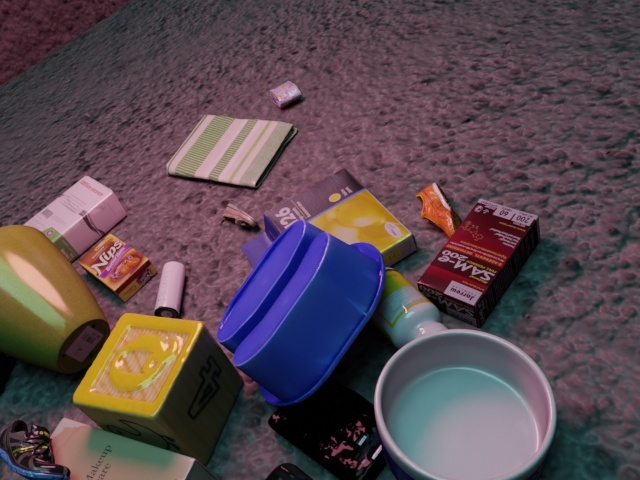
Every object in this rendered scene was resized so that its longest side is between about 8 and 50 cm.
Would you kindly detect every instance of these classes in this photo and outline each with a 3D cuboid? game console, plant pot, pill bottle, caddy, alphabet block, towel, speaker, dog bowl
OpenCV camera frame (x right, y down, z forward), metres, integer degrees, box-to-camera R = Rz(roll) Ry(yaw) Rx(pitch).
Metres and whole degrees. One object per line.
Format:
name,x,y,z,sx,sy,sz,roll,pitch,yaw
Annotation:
game console,-0.045,0.393,1.056,0.213,0.044,0.361,24,59,39
plant pot,-0.609,0.153,1.398,0.293,0.275,0.275,30,63,23
pill bottle,0.154,0.137,1.173,0.103,0.103,0.184,-34,45,-10
caddy,-0.026,0.130,1.158,0.341,0.179,0.241,-55,28,-2
alphabet block,-0.285,0.269,1.166,0.192,0.197,0.193,1,49,25
towel,-0.251,-0.251,1.775,0.324,0.038,0.248,11,55,29
speaker,-0.337,0.113,1.443,0.055,0.055,0.136,-14,44,11
dog bowl,0.217,0.272,0.985,0.264,0.104,0.265,-5,45,5

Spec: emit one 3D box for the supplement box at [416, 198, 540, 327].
supplement box,0.305,0.037,1.228,0.130,0.073,0.239,22,60,37

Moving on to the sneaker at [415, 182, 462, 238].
sneaker,0.253,-0.049,1.356,0.067,0.064,0.175,-37,36,15

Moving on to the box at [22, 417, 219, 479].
box,-0.340,0.422,1.095,0.311,0.121,0.148,5,51,27

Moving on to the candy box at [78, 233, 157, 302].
candy box,-0.495,0.064,1.562,0.186,0.053,0.109,24,62,40

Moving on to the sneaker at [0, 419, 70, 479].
sneaker,-0.484,0.355,1.084,0.188,0.067,0.078,15,63,37

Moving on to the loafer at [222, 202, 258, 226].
loafer,-0.195,-0.052,1.557,0.039,0.045,0.125,-53,42,-6

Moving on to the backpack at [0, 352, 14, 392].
backpack,-0.767,0.293,1.432,0.114,0.084,0.105,-14,42,14

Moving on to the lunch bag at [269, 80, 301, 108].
lunch bag,-0.100,-0.420,1.861,0.071,0.053,0.083,-31,34,-11

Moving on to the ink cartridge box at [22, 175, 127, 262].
ink cartridge box,-0.652,-0.054,1.713,0.160,0.093,0.219,27,63,39

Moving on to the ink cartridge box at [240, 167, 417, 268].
ink cartridge box,0.000,0.000,1.401,0.307,0.072,0.304,-30,44,-10
